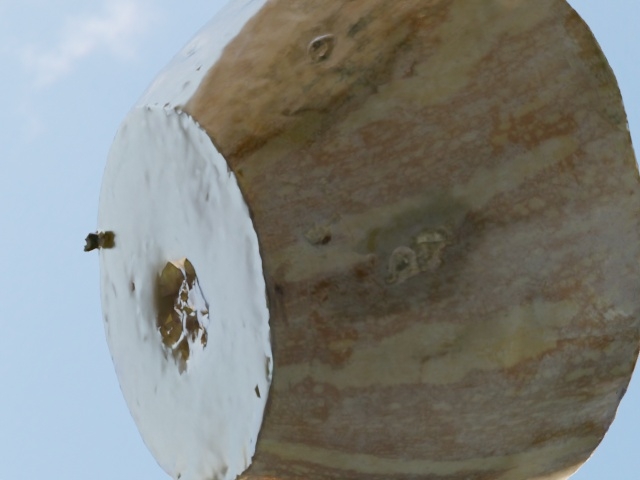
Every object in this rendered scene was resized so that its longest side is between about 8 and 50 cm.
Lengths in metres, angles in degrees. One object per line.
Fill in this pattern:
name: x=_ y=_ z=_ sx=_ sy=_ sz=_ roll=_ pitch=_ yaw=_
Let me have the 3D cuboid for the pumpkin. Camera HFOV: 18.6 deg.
pumpkin: x=-0.007 y=0.005 z=0.659 sx=0.217 sy=0.110 sz=0.217 roll=17 pitch=-66 yaw=43
